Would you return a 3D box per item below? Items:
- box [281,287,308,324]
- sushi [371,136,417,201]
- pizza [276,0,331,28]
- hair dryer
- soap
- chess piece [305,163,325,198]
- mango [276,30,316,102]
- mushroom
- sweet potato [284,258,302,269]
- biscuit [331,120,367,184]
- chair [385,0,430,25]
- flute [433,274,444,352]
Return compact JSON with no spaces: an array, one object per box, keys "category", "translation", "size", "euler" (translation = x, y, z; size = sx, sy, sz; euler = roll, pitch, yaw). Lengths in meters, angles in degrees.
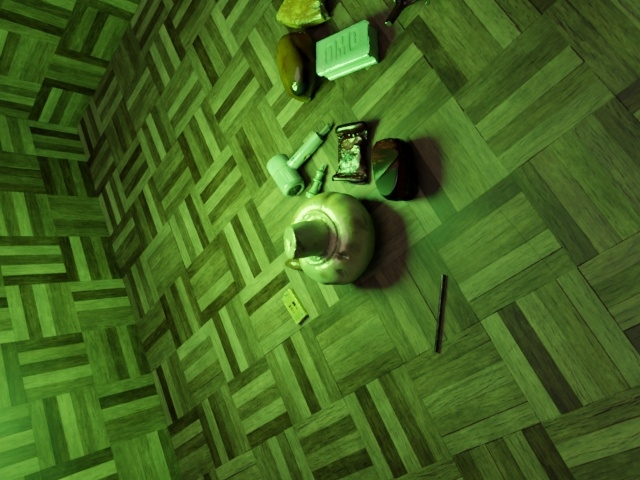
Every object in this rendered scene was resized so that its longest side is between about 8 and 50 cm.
[{"category":"box","translation":[-0.114,0.285,1.992],"size":[0.073,0.020,0.149],"euler":[-50,60,30]},{"category":"sushi","translation":[0.261,-0.244,1.609],"size":[0.136,0.126,0.226],"euler":[-14,75,41]},{"category":"pizza","translation":[-0.043,-1.031,1.904],"size":[0.279,0.075,0.288],"euler":[26,105,33]},{"category":"hair dryer","translation":[-0.066,-0.357,1.912],"size":[0.357,0.107,0.173],"euler":[-45,65,24]},{"category":"soap","translation":[0.102,-0.726,1.760],"size":[0.261,0.094,0.151],"euler":[-5,87,41]},{"category":"chess piece","translation":[-0.013,-0.243,1.885],"size":[0.059,0.059,0.149],"euler":[26,103,37]},{"category":"mango","translation":[-0.093,-0.722,1.885],"size":[0.201,0.152,0.288],"euler":[-21,76,44]},{"category":"mushroom","translation":[0.015,-0.006,1.718],"size":[0.325,0.352,0.354],"euler":[-137,59,-67]},{"category":"sweet potato","translation":[-0.068,0.113,1.937],"size":[0.214,0.050,0.050],"euler":[15,99,37]},{"category":"biscuit","translation":[0.115,-0.333,1.767],"size":[0.151,0.063,0.236],"euler":[7,97,41]},{"category":"chair","translation":[0.302,-0.922,1.578],"size":[0.175,0.183,0.327],"euler":[-11,38,41]},{"category":"flute","translation":[0.403,0.249,1.553],"size":[0.014,0.014,0.270],"euler":[8,95,40]}]
